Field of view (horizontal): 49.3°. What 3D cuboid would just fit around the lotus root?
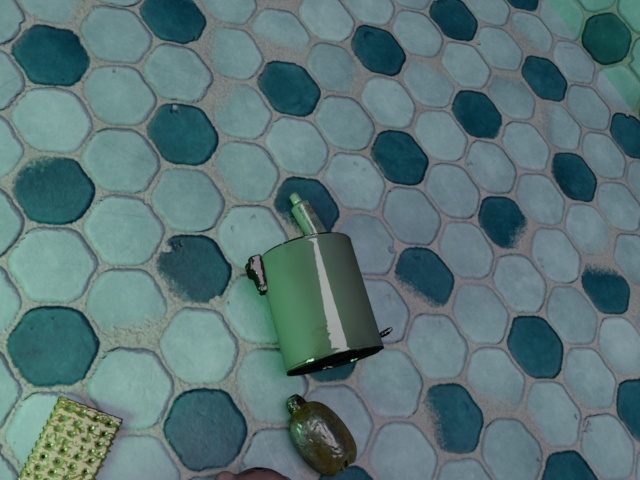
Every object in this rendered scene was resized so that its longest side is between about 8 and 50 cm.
[{"bbox_3d":[-0.006,0.408,1.482,0.113,0.088,0.192,-35,84,-24],"label":"lotus root"}]

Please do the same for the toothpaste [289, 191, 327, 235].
[{"bbox_3d":[0.001,0.000,1.685,0.069,0.047,0.268,-24,80,-48],"label":"toothpaste"}]

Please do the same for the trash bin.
[{"bbox_3d":[-0.002,0.140,1.524,0.278,0.217,0.262,-11,73,-15],"label":"trash bin"}]

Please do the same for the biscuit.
[{"bbox_3d":[-0.484,0.425,1.319,0.139,0.016,0.231,25,61,-11],"label":"biscuit"}]

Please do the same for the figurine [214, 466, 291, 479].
[{"bbox_3d":[-0.116,0.522,1.343,0.173,0.173,0.173,8,65,-19],"label":"figurine"}]
